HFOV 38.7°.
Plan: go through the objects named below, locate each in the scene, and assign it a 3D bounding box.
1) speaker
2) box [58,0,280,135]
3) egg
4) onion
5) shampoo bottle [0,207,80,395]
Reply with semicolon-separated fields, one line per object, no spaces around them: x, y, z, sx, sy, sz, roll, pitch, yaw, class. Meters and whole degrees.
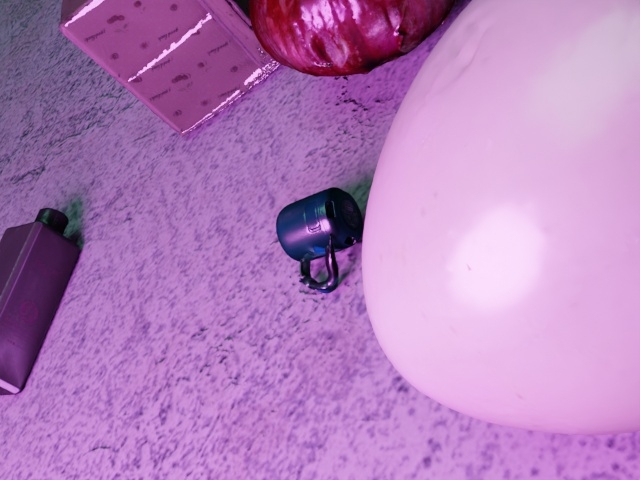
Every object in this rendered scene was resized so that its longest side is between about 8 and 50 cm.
-0.003;0.000;0.864;0.075;0.060;0.094;-21;46;32;speaker
-0.193;-0.332;1.188;0.190;0.225;0.297;-32;40;19;box
0.176;-0.030;0.547;0.345;0.283;0.283;-48;37;22;egg
0.037;-0.282;0.957;0.246;0.190;0.246;-16;39;13;onion
-0.382;0.070;1.154;0.079;0.080;0.246;-9;53;37;shampoo bottle
